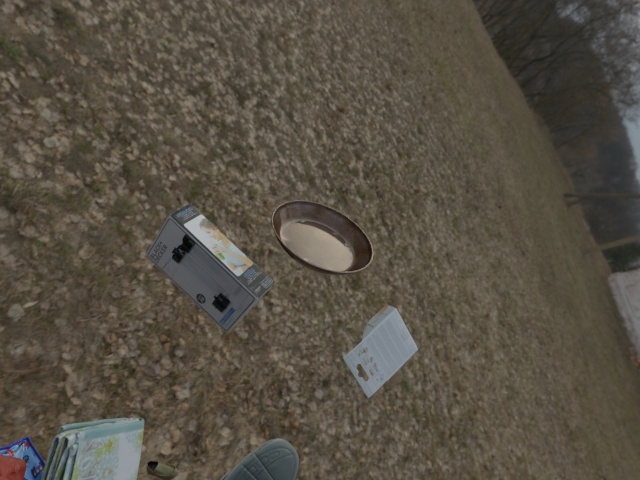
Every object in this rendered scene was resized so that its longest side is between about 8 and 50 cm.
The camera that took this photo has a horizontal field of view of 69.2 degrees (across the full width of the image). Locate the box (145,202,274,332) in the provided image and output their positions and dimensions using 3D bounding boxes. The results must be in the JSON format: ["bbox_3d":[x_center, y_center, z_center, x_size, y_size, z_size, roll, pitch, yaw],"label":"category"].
[{"bbox_3d":[-0.277,0.070,1.151,0.290,0.169,0.087,44,34,1],"label":"box"}]

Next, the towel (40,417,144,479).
[{"bbox_3d":[-0.630,0.671,1.290,0.374,0.090,0.320,56,38,-70],"label":"towel"}]

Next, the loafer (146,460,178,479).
[{"bbox_3d":[-0.641,0.921,1.864,0.056,0.148,0.050,-69,151,-52],"label":"loafer"}]

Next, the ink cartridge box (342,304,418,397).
[{"bbox_3d":[0.140,0.266,1.121,0.179,0.045,0.145,-38,114,-17],"label":"ink cartridge box"}]

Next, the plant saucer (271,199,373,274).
[{"bbox_3d":[0.000,0.000,0.846,0.199,0.036,0.198,18,34,-12],"label":"plant saucer"}]

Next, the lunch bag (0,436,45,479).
[{"bbox_3d":[-0.960,0.834,1.509,0.138,0.293,0.220,2,112,-67],"label":"lunch bag"}]

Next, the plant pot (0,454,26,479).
[{"bbox_3d":[-0.751,0.529,0.894,0.267,0.236,0.267,52,25,-50],"label":"plant pot"}]

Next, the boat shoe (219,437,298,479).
[{"bbox_3d":[-0.170,0.508,0.866,0.118,0.103,0.320,47,59,-7],"label":"boat shoe"}]
